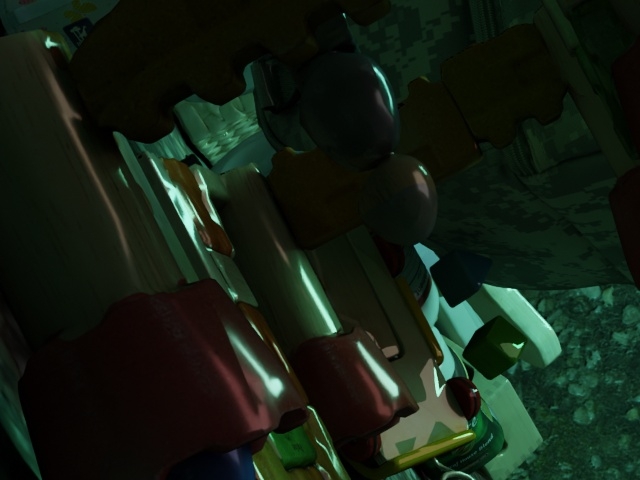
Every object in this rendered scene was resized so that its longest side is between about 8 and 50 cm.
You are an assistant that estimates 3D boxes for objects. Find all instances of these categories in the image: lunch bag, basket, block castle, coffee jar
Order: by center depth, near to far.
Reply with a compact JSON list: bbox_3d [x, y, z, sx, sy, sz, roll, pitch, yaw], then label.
[{"bbox_3d":[0.052,0.001,0.739,0.213,0.303,0.453,63,5,8],"label":"block castle"},{"bbox_3d":[-0.127,-0.121,0.952,0.083,0.071,0.053,-39,104,-88],"label":"lunch bag"},{"bbox_3d":[0.126,-0.086,1.182,0.305,0.256,0.212,33,43,-58],"label":"lunch bag"},{"bbox_3d":[-0.082,-0.155,1.471,0.167,0.113,0.103,63,8,14],"label":"basket"},{"bbox_3d":[0.115,0.168,1.805,0.079,0.096,0.184,61,4,36],"label":"coffee jar"}]

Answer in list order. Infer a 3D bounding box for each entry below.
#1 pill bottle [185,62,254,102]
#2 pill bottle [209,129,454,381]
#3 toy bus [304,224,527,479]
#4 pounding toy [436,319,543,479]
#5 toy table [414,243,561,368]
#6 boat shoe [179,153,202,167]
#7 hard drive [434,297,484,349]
[{"bbox_3d":[-0.116,-0.311,1.261,0.408,0.229,0.229,62,4,13],"label":"pill bottle"},{"bbox_3d":[0.011,0.025,1.320,0.216,0.121,0.121,60,4,-23],"label":"pill bottle"},{"bbox_3d":[0.013,0.082,1.101,0.191,0.104,0.202,30,49,-17],"label":"toy bus"},{"bbox_3d":[0.139,0.173,2.162,0.206,0.094,0.181,34,-18,46],"label":"pounding toy"},{"bbox_3d":[0.106,0.017,1.684,0.252,0.274,0.161,40,-23,54],"label":"toy table"},{"bbox_3d":[-0.072,-0.017,1.149,0.049,0.042,0.133,61,2,19],"label":"boat shoe"},{"bbox_3d":[0.074,0.001,2.210,0.233,0.047,0.353,26,-27,56],"label":"hard drive"}]
